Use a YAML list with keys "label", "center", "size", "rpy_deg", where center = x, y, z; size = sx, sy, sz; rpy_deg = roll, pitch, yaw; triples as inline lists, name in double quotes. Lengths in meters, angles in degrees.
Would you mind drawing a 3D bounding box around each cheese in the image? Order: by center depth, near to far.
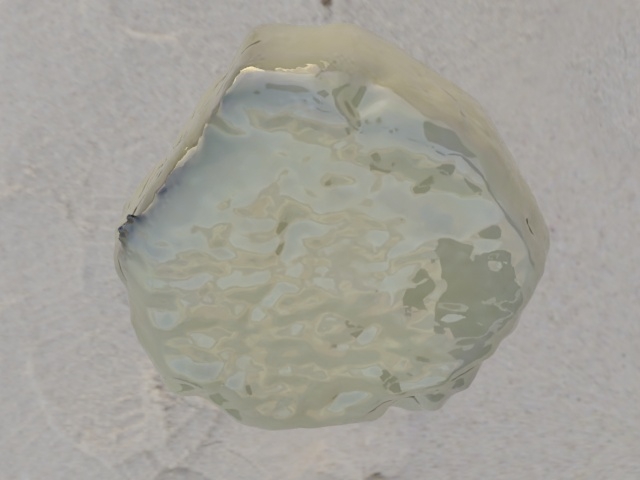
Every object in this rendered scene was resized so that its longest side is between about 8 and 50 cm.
- label: "cheese"
  center: [0.000, 0.000, 0.870]
  size: [0.318, 0.326, 0.115]
  rpy_deg: [-13, 33, 12]
